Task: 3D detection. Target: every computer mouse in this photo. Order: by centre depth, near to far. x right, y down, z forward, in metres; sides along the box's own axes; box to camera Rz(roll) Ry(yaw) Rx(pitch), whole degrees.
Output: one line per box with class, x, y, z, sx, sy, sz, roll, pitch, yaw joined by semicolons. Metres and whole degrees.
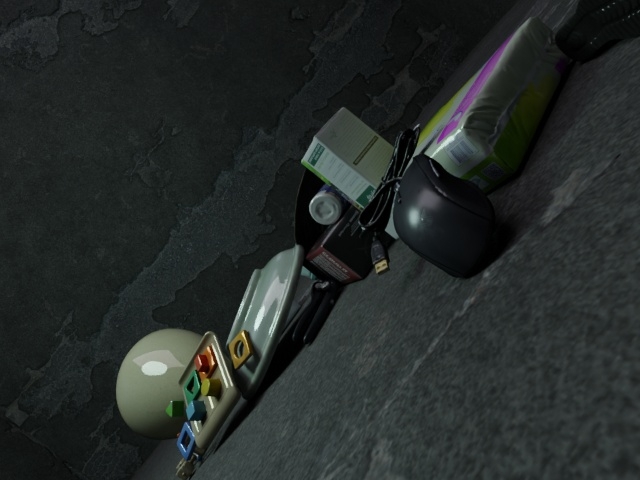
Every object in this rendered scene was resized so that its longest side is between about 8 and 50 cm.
computer mouse;0.097;-0.021;0.536;0.262;0.060;0.184;-106;31;-55

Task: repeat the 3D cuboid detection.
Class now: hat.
hat;0.065;-0.081;1.268;0.134;0.331;0.331;5;46;40

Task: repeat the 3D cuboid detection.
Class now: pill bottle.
pill bottle;0.024;-0.086;0.935;0.067;0.067;0.120;-50;5;31

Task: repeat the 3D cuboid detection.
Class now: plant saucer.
plant saucer;-0.155;0.186;1.111;0.400;0.101;0.400;-160;90;-82

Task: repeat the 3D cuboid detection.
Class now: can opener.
can opener;-0.005;0.150;0.948;0.059;0.073;0.186;-6;29;24

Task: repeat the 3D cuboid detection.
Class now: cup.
cup;-0.386;0.418;1.303;0.237;0.331;0.331;-15;28;42

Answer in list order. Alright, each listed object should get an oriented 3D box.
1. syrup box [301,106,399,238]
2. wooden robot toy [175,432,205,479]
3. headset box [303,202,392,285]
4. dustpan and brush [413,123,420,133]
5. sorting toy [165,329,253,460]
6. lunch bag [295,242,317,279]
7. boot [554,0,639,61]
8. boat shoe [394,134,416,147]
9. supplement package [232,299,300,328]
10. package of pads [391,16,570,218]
syrup box;0.093;-0.118;0.807;0.096;0.237;0.093;-51;2;-26
wooden robot toy;-0.327;0.510;1.085;0.076;0.079;0.173;-50;3;14
headset box;0.081;-0.017;0.999;0.218;0.110;0.293;-53;3;-15
dustpan and brush;0.356;-0.383;1.767;0.147;0.060;0.211;-53;3;-33
sorting toy;-0.266;0.331;1.000;0.347;0.047;0.196;-58;44;16
lunch bag;0.000;0.000;1.574;0.279;0.108;0.224;-51;-27;-56
boot;0.368;-0.301;0.508;0.137;0.077;0.198;-46;5;8
boat shoe;0.186;-0.241;1.742;0.500;0.156;0.187;-47;3;38
supplement package;-0.187;0.257;1.492;0.139;0.134;0.244;-53;3;-28
package of pads;0.226;-0.164;0.671;0.296;0.101;0.229;-52;3;-30
